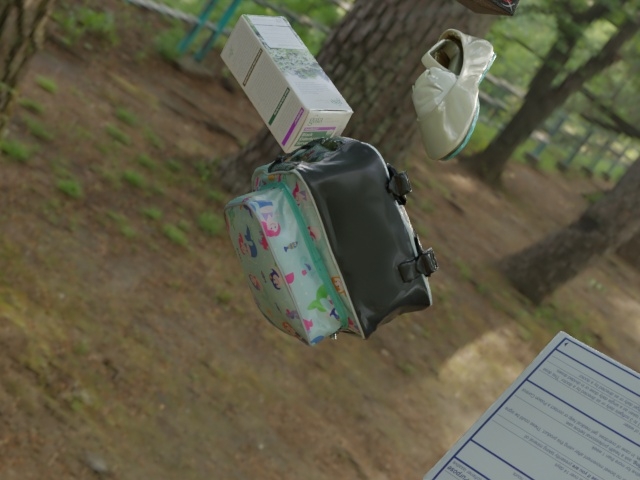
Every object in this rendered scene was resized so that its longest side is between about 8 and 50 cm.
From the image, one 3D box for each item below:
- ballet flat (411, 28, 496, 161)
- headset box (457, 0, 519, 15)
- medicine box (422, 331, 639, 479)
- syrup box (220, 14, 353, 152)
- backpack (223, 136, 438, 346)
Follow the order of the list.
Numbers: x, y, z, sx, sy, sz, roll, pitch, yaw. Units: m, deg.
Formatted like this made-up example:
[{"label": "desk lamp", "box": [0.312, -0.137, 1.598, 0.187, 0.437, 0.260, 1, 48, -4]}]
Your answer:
[{"label": "ballet flat", "box": [0.147, -0.182, 1.393, 0.086, 0.086, 0.248, 34, 36, -8]}, {"label": "headset box", "box": [0.278, -0.558, 1.975, 0.218, 0.293, 0.110, 23, 0, -34]}, {"label": "medicine box", "box": [0.310, 0.296, 1.382, 0.263, 0.289, 0.149, 30, -32, 33]}, {"label": "syrup box", "box": [-0.057, -0.253, 1.887, 0.093, 0.096, 0.237, -6, 52, -40]}, {"label": "backpack", "box": [0.000, 0.000, 1.355, 0.253, 0.191, 0.225, -150, -142, -75]}]
